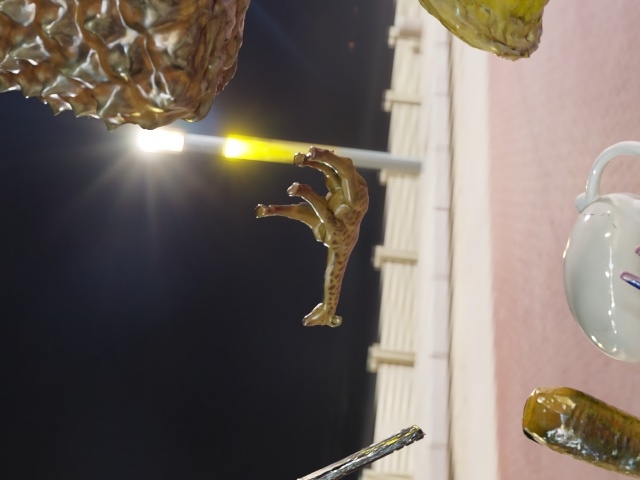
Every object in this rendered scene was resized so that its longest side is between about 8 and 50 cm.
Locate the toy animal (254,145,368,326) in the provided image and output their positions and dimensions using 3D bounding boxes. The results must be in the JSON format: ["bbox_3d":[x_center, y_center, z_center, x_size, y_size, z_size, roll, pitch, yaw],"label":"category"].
[{"bbox_3d":[0.008,-0.005,1.615,0.054,0.149,0.275,38,157,42],"label":"toy animal"}]

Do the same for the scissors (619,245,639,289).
[{"bbox_3d":[0.344,0.047,1.215,0.039,0.113,0.012,-60,1,9],"label":"scissors"}]

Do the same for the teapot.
[{"bbox_3d":[0.387,0.027,1.554,0.208,0.166,0.300,-22,-70,-39],"label":"teapot"}]

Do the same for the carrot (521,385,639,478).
[{"bbox_3d":[0.325,0.225,1.493,0.082,0.173,0.082,-163,90,-90],"label":"carrot"}]

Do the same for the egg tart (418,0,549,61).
[{"bbox_3d":[0.181,-0.347,1.420,0.120,0.315,0.315,-32,35,34],"label":"egg tart"}]

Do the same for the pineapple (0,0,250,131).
[{"bbox_3d":[-0.228,-0.186,0.842,0.175,0.361,0.175,15,-90,-78],"label":"pineapple"}]

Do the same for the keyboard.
[{"bbox_3d":[0.012,0.285,1.549,0.087,0.250,0.017,112,133,-84],"label":"keyboard"}]
